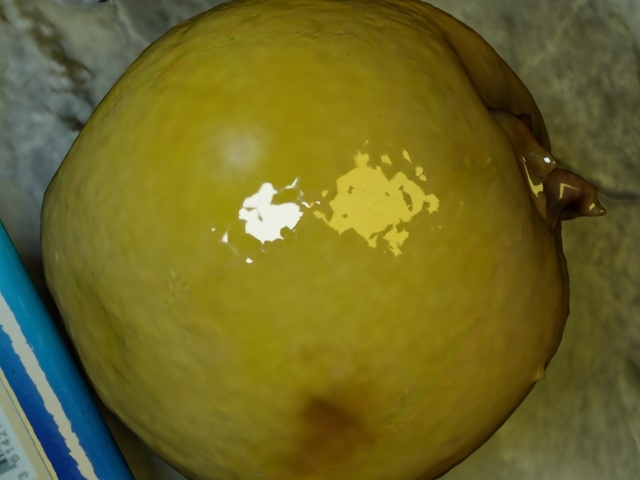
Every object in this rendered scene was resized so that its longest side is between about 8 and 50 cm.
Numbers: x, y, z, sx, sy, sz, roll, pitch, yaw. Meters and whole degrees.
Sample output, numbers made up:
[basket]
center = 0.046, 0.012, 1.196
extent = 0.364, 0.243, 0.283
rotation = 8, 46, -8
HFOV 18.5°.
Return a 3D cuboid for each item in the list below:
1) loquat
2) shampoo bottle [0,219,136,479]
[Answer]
[loquat]
center = 0.000, 0.000, 0.743
extent = 0.208, 0.208, 0.208
rotation = 5, 78, -26
[shampoo bottle]
center = -0.129, 0.056, 0.736
extent = 0.183, 0.087, 0.050
rotation = 63, 32, -4
